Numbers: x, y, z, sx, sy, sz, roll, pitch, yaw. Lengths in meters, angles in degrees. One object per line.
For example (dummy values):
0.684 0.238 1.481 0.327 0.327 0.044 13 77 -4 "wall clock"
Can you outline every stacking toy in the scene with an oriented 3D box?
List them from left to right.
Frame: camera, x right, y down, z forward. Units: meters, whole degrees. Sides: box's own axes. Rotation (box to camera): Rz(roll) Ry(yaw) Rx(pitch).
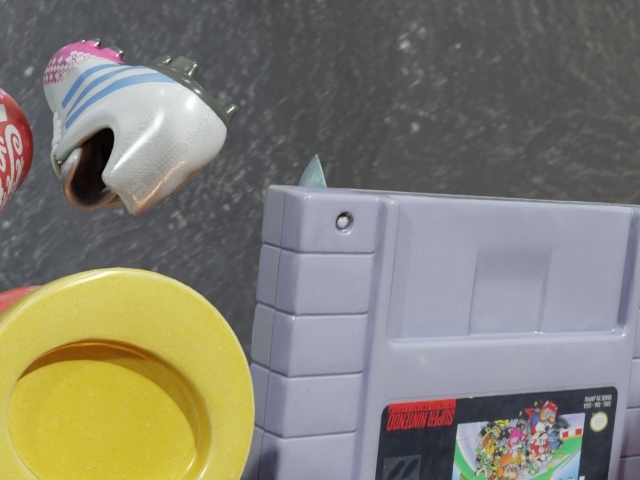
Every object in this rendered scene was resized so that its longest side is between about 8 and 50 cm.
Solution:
-0.211 0.104 0.492 0.309 0.130 0.279 25 82 -30 "stacking toy"

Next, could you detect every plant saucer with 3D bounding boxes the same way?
0.000 0.000 1.504 0.037 0.195 0.195 -14 81 -1 "plant saucer"

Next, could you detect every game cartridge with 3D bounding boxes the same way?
0.111 0.084 0.886 0.355 0.068 0.230 1 94 -36 "game cartridge"

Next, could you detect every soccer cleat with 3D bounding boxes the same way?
-0.199 -0.098 1.172 0.143 0.331 0.116 -50 117 -14 "soccer cleat"

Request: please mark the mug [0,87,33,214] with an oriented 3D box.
-0.282 -0.052 0.916 0.150 0.113 0.169 51 13 -22 "mug"
